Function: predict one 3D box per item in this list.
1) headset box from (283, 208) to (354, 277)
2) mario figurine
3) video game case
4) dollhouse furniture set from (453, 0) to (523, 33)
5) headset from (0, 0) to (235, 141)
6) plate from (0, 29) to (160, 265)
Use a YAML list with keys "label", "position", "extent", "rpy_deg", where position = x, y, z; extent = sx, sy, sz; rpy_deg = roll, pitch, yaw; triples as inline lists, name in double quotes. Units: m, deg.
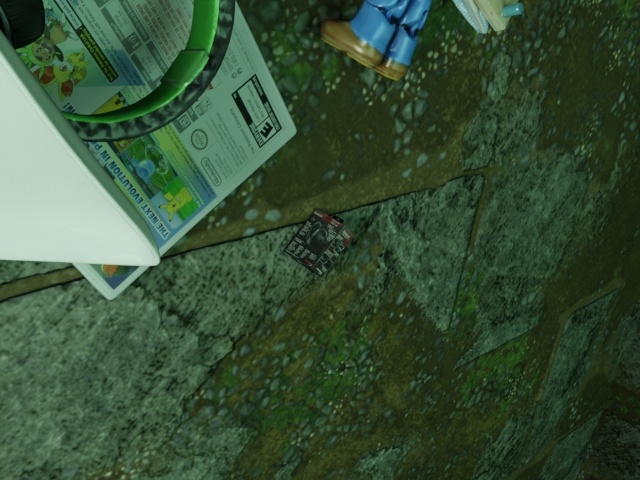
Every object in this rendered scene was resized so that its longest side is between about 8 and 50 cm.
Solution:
- label: "headset box"
  position: [0.000, 0.000, 0.973]
  extent: [0.083, 0.062, 0.032]
  rpy_deg: [-52, 141, -8]
- label: "mario figurine"
  position: [0.110, -0.364, 0.839]
  extent: [0.320, 0.170, 0.198]
  rpy_deg: [-59, -175, 15]
- label: "video game case"
  position: [-0.190, -0.137, 0.714]
  extent: [0.300, 0.036, 0.329]
  rpy_deg: [-44, 139, -16]
- label: "dollhouse furniture set"
  position: [0.061, -0.292, 0.647]
  extent: [0.303, 0.198, 0.286]
  rpy_deg: [39, 67, -36]
- label: "headset"
  position: [-0.217, -0.234, 0.490]
  extent: [0.394, 0.185, 0.243]
  rpy_deg: [38, 78, -34]
- label: "plate"
  position: [-0.279, -0.083, 0.506]
  extent: [0.278, 0.278, 0.045]
  rpy_deg: [64, 36, -46]
